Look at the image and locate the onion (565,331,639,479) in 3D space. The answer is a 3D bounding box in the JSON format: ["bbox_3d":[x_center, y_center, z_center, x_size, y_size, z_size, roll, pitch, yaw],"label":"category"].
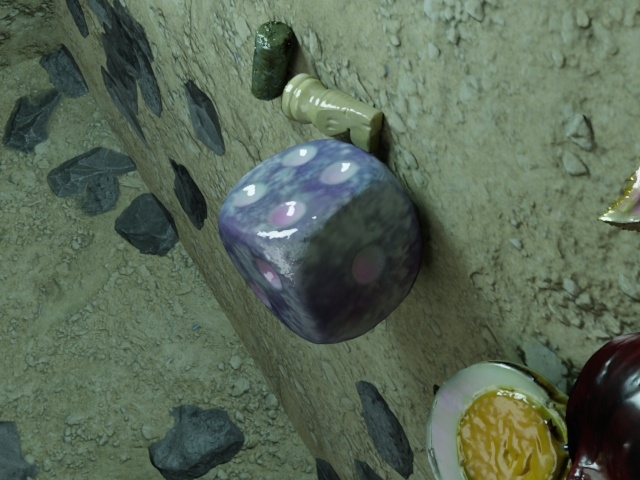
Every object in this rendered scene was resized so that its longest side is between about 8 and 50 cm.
[{"bbox_3d":[0.376,0.251,0.757,0.314,0.232,0.314,174,90,-86],"label":"onion"}]

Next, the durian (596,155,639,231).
[{"bbox_3d":[0.368,-0.052,0.609,0.165,0.132,0.182,43,148,22],"label":"durian"}]

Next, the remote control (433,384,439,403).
[{"bbox_3d":[0.253,0.349,1.448,0.034,0.016,0.091,36,145,56],"label":"remote control"}]

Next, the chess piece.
[{"bbox_3d":[0.027,-0.227,1.220,0.200,0.090,0.090,31,144,33],"label":"chess piece"}]

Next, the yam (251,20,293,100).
[{"bbox_3d":[-0.099,-0.347,1.342,0.078,0.078,0.179,55,156,18],"label":"yam"}]

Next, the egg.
[{"bbox_3d":[0.320,0.313,1.088,0.264,0.174,0.286,45,128,34],"label":"egg"}]

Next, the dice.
[{"bbox_3d":[0.000,0.000,1.218,0.271,0.270,0.270,29,151,48],"label":"dice"}]
